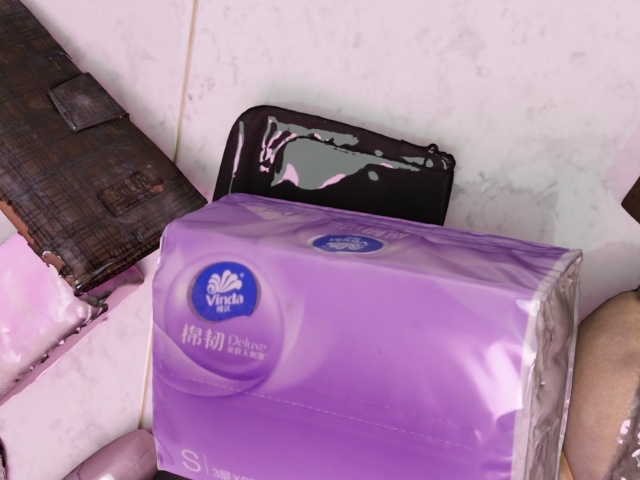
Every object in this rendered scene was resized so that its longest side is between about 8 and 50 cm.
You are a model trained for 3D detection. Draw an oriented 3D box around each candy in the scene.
[{"bbox_3d":[-0.313,0.090,1.047,0.265,0.155,0.116,-41,92,14],"label":"candy"}]

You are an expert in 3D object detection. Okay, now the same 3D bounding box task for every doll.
[{"bbox_3d":[0.376,0.177,0.916,0.350,0.247,0.247,11,101,1],"label":"doll"}]

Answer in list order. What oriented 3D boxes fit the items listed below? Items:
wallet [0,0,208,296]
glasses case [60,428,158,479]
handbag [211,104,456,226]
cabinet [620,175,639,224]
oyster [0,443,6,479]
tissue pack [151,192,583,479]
[{"bbox_3d":[-0.265,-0.104,0.983,0.317,0.169,0.044,47,141,11],"label":"wallet"},{"bbox_3d":[-0.280,0.309,1.099,0.075,0.113,0.297,45,103,-2],"label":"glasses case"},{"bbox_3d":[0.000,0.000,1.023,0.223,0.080,0.246,14,106,-1],"label":"handbag"},{"bbox_3d":[0.376,-0.024,0.882,0.175,0.215,0.148,33,103,3],"label":"cabinet"},{"bbox_3d":[-0.371,0.247,1.152,0.054,0.019,0.083,-1,101,11],"label":"oyster"},{"bbox_3d":[0.036,0.108,0.870,0.339,0.160,0.242,10,109,26],"label":"tissue pack"}]
